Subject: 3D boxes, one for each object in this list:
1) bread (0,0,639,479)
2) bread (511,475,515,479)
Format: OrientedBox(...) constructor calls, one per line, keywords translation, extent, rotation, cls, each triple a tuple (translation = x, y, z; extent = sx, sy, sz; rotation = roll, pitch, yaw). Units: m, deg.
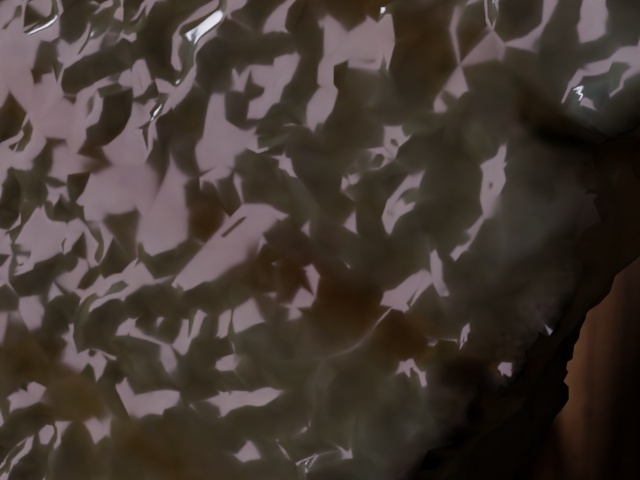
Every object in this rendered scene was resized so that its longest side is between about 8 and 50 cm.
OrientedBox(translation=(-0.001, 0.006, 0.489), extent=(0.264, 0.239, 0.395), rotation=(-17, -45, -62), cls="bread")
OrientedBox(translation=(0.055, 0.094, 0.681), extent=(0.187, 0.065, 0.103), rotation=(-178, 100, -71), cls="bread")
